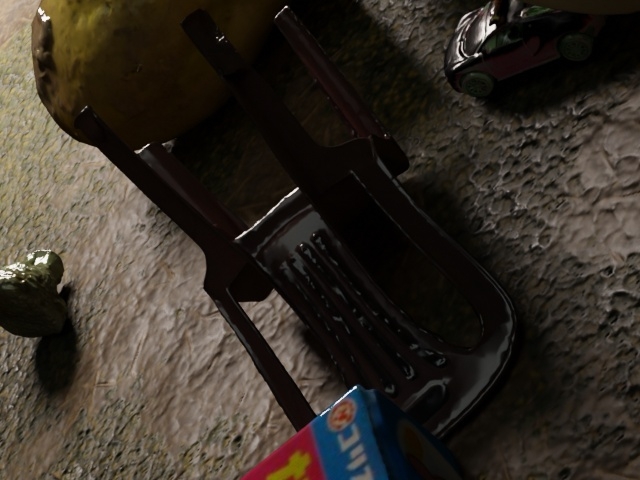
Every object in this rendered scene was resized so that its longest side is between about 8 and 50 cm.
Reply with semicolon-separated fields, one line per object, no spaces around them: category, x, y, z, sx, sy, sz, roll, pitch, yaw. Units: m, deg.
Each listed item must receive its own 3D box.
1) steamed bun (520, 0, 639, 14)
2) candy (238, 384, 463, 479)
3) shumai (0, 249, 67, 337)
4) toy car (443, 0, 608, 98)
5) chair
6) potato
steamed bun;0.093;-0.379;1.077;0.290;0.371;0.456;-26;65;-19
candy;-0.039;0.243;1.015;0.306;0.100;0.157;-41;34;16
shumai;-0.251;0.038;1.475;0.083;0.082;0.080;10;55;13
toy car;0.142;-0.152;1.205;0.142;0.055;0.069;-20;42;36
chair;0.000;0.000;1.180;0.175;0.183;0.326;-42;80;13
potato;-0.145;-0.198;1.460;0.266;0.229;0.229;-52;34;8
